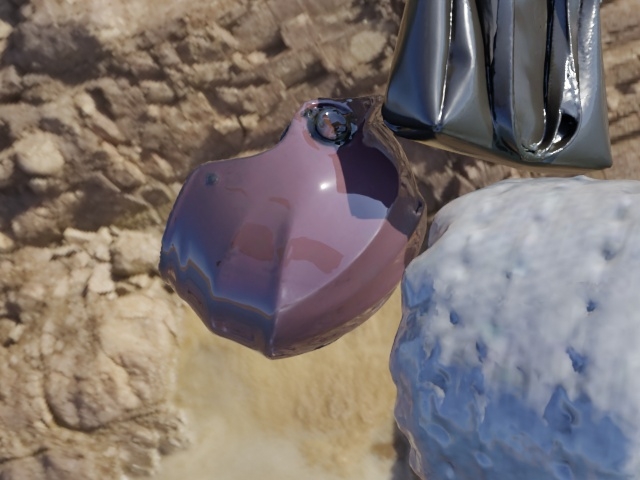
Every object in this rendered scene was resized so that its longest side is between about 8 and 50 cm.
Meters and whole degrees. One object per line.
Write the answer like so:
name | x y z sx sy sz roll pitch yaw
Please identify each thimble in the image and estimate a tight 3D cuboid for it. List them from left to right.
thimble | 0.158 0.065 0.593 0.157 0.245 0.217 10 106 34

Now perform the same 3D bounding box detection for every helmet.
helmet | 0.000 0.000 1.105 0.338 0.271 0.197 -26 62 -25

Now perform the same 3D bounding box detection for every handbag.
handbag | 0.202 -0.204 1.042 0.113 0.285 0.257 1 85 52
